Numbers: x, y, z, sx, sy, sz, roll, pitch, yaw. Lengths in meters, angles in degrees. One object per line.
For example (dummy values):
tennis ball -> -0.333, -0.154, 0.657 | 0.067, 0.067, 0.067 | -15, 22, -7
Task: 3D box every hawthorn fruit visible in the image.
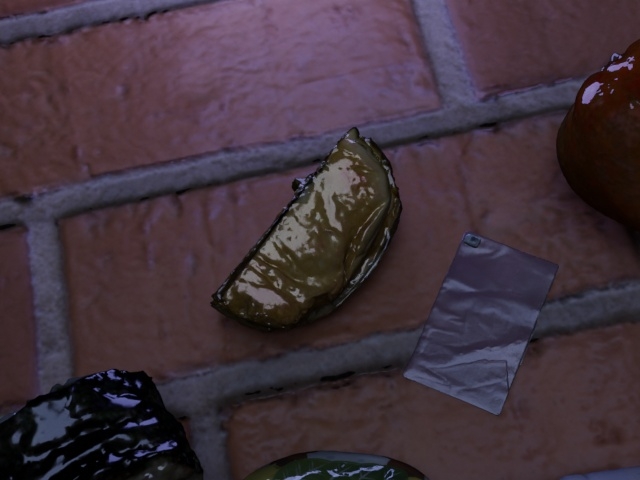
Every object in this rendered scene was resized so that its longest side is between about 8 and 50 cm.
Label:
hawthorn fruit -> 0.383, -0.086, 1.059 | 0.262, 0.210, 0.210 | 43, 76, 13

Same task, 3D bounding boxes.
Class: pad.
pad -> 0.177, 0.086, 1.107 | 0.113, 0.006, 0.187 | 22, 70, 14

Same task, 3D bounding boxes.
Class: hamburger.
hamburger -> 0.000, 0.000, 1.110 | 0.131, 0.124, 0.262 | 39, 79, 0

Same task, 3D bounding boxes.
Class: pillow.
pillow -> 0.015, 0.284, 0.957 | 0.233, 0.086, 0.214 | 7, 32, 6

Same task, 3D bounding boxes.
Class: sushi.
sushi -> -0.278, 0.271, 0.965 | 0.350, 0.211, 0.171 | -34, 72, -3

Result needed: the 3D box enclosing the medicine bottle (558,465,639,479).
medicine bottle -> 0.313, 0.296, 0.901 | 0.332, 0.190, 0.190 | -8, 66, 2
